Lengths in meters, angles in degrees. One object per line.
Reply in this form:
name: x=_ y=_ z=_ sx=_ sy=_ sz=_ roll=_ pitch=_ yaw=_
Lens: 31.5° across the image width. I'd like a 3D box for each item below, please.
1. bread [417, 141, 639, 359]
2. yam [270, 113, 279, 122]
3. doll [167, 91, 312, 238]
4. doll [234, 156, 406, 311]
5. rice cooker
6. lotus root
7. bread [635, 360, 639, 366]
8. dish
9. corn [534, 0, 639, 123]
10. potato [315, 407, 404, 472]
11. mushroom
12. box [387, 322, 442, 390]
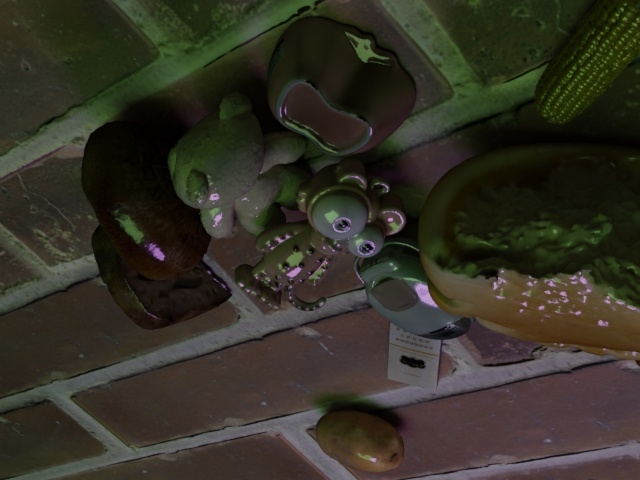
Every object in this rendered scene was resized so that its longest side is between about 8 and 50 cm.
bread: x=0.331 y=0.036 z=1.413 sx=0.424 sy=0.329 sz=0.245 roll=9 pitch=118 yaw=19
yam: x=-0.023 y=-0.159 z=1.641 sx=0.107 sy=0.014 sz=0.014 roll=27 pitch=141 yaw=-4
doll: x=-0.116 y=-0.090 z=1.626 sx=0.149 sy=0.175 sz=0.278 roll=9 pitch=163 yaw=31
doll: x=-0.002 y=-0.001 z=1.641 sx=0.154 sy=0.119 sz=0.278 roll=27 pitch=123 yaw=-24
rice cooker: x=0.152 y=0.062 z=1.718 sx=0.206 sy=0.127 sz=0.145 roll=45 pitch=135 yaw=-19
lotus root: x=-0.276 y=0.062 z=1.905 sx=0.074 sy=0.170 sz=0.261 roll=-25 pitch=116 yaw=38
bread: x=0.585 y=0.185 z=1.675 sx=0.233 sy=0.088 sz=0.161 roll=1 pitch=131 yaw=29
dish: x=0.014 y=-0.189 z=1.529 sx=0.213 sy=0.090 sz=0.213 roll=14 pitch=140 yaw=12
corn: x=0.329 y=-0.225 z=1.345 sx=0.080 sy=0.080 sz=0.238 roll=28 pitch=139 yaw=-6
potato: x=0.070 y=0.372 z=2.117 sx=0.178 sy=0.118 sz=0.109 roll=12 pitch=106 yaw=34
mushroom: x=-0.256 y=-0.065 z=1.687 sx=0.153 sy=0.253 sz=0.253 roll=-29 pitch=121 yaw=15
box: x=0.161 y=0.192 z=1.934 sx=0.090 sy=0.024 sz=0.167 roll=13 pitch=140 yaw=13
